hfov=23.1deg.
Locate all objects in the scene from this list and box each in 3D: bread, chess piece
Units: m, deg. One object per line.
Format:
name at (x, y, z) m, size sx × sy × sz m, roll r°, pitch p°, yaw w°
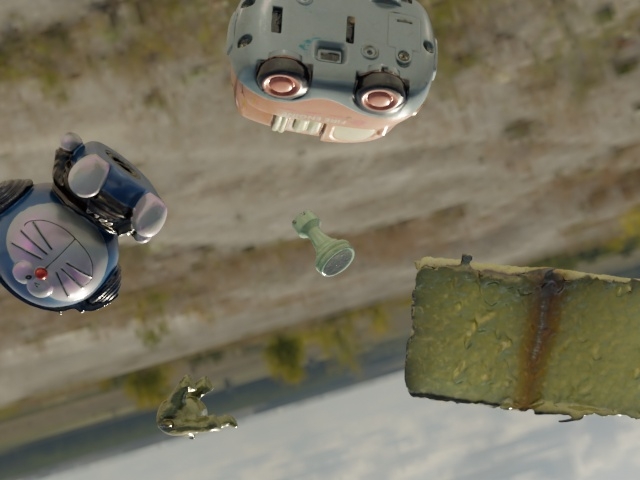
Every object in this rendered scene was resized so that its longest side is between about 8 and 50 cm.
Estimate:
bread at (0.220, 0.088, 1.562) m, size 0.266 × 0.178 × 0.142 m, roll 7°, pitch -162°, yaw 5°
chess piece at (0.000, 0.000, 2.442) m, size 0.067 × 0.103 × 0.067 m, roll -29°, pitch 150°, yaw -18°

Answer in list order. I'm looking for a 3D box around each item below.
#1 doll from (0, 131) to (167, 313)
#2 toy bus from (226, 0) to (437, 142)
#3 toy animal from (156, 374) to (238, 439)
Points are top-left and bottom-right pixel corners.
doll at (-0.442, -0.019, 2.741) m, size 0.310 × 0.284 × 0.240 m, roll -49°, pitch -163°, yaw 9°
toy bus at (0.007, -0.235, 2.160) m, size 0.287 × 0.194 × 0.232 m, roll 8°, pitch 148°, yaw -9°
toy animal at (-0.215, 0.289, 2.590) m, size 0.101 × 0.103 × 0.218 m, roll -31°, pitch 171°, yaw 6°
